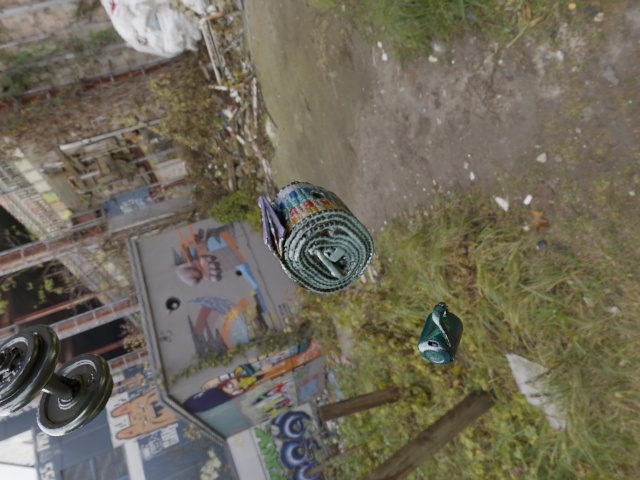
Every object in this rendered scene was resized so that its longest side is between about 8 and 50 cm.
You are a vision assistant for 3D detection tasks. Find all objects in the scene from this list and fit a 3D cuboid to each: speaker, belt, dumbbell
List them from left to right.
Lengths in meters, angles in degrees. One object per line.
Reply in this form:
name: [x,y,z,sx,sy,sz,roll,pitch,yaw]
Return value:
dumbbell: [-0.589,0.304,0.981,0.290,0.192,0.192,54,-177,-44]
belt: [0.000,0.000,1.041,0.295,0.206,0.161,54,-176,-47]
speaker: [0.190,0.140,0.696,0.060,0.075,0.095,22,143,12]
